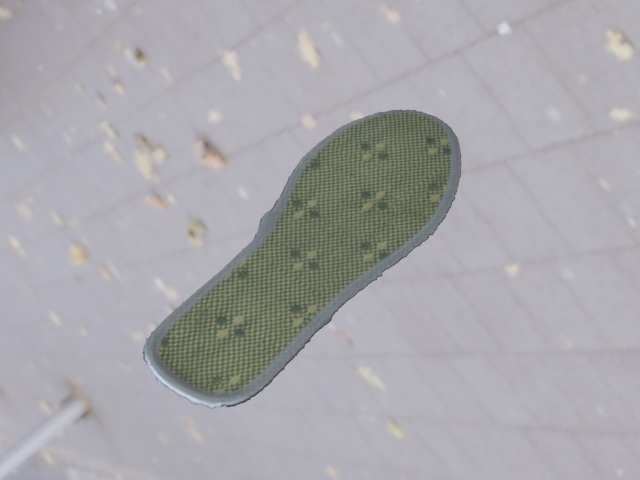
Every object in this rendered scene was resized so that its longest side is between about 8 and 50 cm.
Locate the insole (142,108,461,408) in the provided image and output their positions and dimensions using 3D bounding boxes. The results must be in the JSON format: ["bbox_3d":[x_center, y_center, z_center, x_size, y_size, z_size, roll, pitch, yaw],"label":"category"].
[{"bbox_3d":[0.000,0.000,0.984,0.109,0.322,0.007,28,137,19],"label":"insole"}]
